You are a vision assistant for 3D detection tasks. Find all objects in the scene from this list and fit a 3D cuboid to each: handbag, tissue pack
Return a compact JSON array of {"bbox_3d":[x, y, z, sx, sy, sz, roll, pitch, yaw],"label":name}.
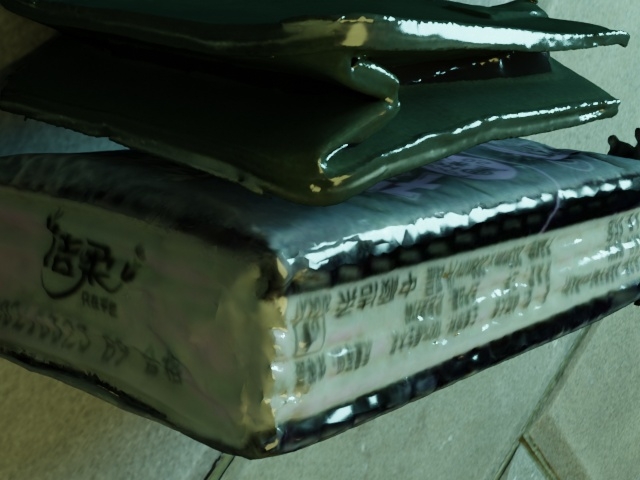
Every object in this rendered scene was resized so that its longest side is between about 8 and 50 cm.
[{"bbox_3d":[-0.004,-0.098,0.604,0.260,0.248,0.079,-16,116,-45],"label":"handbag"},{"bbox_3d":[0.000,0.000,0.660,0.361,0.259,0.122,-14,108,-49],"label":"tissue pack"}]
